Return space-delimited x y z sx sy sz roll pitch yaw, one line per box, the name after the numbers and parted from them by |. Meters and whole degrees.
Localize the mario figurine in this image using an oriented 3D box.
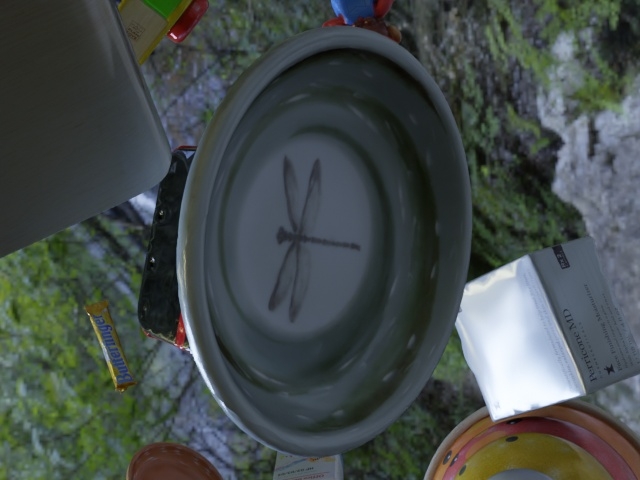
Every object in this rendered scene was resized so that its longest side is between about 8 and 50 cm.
0.075 -0.444 1.785 0.170 0.320 0.198 -8 170 -46 | mario figurine

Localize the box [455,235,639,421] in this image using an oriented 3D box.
0.277 0.114 1.120 0.119 0.181 0.182 -13 168 -33 | box

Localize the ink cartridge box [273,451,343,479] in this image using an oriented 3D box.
-0.019 0.391 1.440 0.104 0.061 0.181 -12 -165 5 | ink cartridge box

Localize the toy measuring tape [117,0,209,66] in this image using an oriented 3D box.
-0.238 -0.256 1.108 0.330 0.121 0.121 -48 150 15 | toy measuring tape

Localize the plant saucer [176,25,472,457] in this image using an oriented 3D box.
0.000 0.000 0.859 0.100 0.400 0.400 7 177 43 | plant saucer

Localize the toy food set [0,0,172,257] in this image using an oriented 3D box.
-0.286 -0.099 0.701 0.306 0.220 0.092 -27 -142 -15 | toy food set

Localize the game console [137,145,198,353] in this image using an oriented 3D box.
-0.213 0.018 1.647 0.060 0.386 0.342 9 -179 -42 | game console

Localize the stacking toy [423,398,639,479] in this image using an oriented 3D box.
0.261 0.330 1.050 0.350 0.351 0.480 -4 162 14 | stacking toy

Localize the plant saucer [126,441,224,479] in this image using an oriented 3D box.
-0.258 0.450 1.589 0.200 0.200 0.037 10 125 -42 | plant saucer

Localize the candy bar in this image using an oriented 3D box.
-0.355 0.180 1.514 0.040 0.161 0.018 -20 170 -16 | candy bar
